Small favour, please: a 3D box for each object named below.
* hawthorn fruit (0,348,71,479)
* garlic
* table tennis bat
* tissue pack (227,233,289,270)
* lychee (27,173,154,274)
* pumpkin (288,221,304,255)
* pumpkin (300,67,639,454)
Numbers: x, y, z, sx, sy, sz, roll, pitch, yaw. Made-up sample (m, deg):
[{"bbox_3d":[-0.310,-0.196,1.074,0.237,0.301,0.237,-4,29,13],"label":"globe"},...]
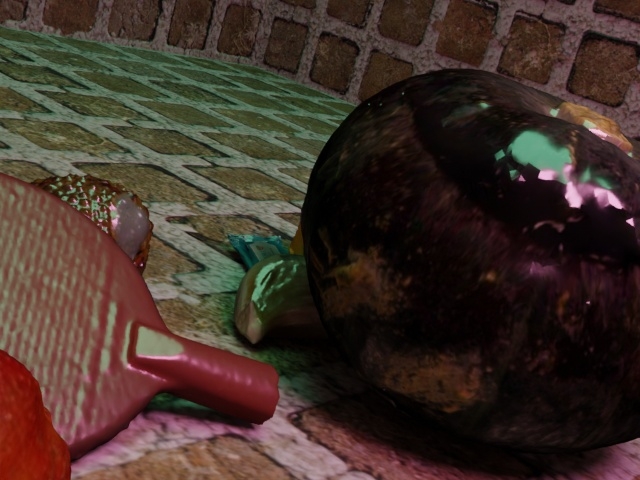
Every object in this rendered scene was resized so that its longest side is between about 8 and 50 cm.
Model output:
[{"bbox_3d":[-0.229,0.134,0.471,0.173,0.179,0.173,25,-24,12],"label":"hawthorn fruit"},{"bbox_3d":[-0.006,0.083,1.024,0.198,0.090,0.129,16,30,-25],"label":"garlic"},{"bbox_3d":[-0.218,0.068,0.713,0.414,0.051,0.268,22,43,-26],"label":"table tennis bat"},{"bbox_3d":[-0.070,0.031,1.209,0.085,0.028,0.138,5,24,-26],"label":"tissue pack"},{"bbox_3d":[-0.255,0.009,0.880,0.171,0.171,0.171,15,16,-4],"label":"lychee"},{"bbox_3d":[0.000,0.000,1.291,0.083,0.074,0.054,1,27,-43],"label":"pumpkin"},{"bbox_3d":[0.195,0.019,0.920,0.454,0.344,0.454,21,23,-10],"label":"pumpkin"}]
